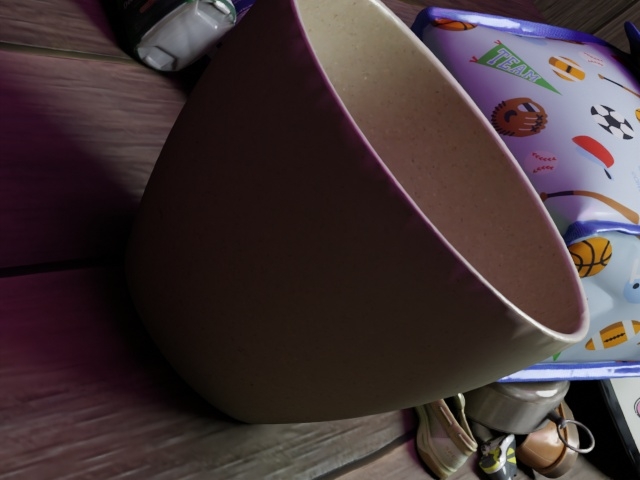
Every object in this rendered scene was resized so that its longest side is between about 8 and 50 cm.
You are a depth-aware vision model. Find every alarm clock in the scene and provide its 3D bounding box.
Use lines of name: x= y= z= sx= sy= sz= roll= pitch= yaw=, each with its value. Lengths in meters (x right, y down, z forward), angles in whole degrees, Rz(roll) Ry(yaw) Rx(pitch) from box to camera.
alarm clock: x=0.186 y=0.132 z=1.610 sx=0.192 sy=0.064 sz=0.129 roll=44 pitch=36 yaw=21

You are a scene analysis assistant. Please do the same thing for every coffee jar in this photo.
coffee jar: x=-0.151 y=-0.248 z=1.534 sx=0.079 sy=0.096 sz=0.184 roll=30 pitch=28 yaw=-53

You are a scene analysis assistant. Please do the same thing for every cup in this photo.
cup: x=0.000 y=0.000 z=1.222 sx=0.331 sy=0.237 sz=0.331 roll=46 pitch=19 yaw=-21

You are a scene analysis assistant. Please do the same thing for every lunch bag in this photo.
lunch bag: x=0.273 y=-0.045 z=1.645 sx=0.385 sy=0.239 sz=0.328 roll=5 pitch=42 yaw=-35

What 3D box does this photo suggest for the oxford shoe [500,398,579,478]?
oxford shoe: x=0.196 y=0.137 z=1.706 sx=0.076 sy=0.076 sz=0.212 roll=28 pitch=30 yaw=-34

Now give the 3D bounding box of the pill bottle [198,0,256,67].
pill bottle: x=-0.079 y=-0.200 z=1.586 sx=0.094 sy=0.094 sz=0.169 roll=32 pitch=10 yaw=-46

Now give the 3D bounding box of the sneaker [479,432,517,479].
sneaker: x=0.167 y=0.206 z=1.582 sx=0.035 sy=0.031 sz=0.083 roll=64 pitch=21 yaw=-8

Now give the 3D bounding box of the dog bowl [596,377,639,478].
dog bowl: x=0.373 y=0.065 z=1.950 sx=0.408 sy=0.150 sz=0.408 roll=-21 pitch=90 yaw=-79

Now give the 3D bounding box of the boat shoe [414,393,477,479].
boat shoe: x=0.113 y=0.150 z=1.512 sx=0.056 sy=0.048 sz=0.153 roll=47 pitch=20 yaw=-18
